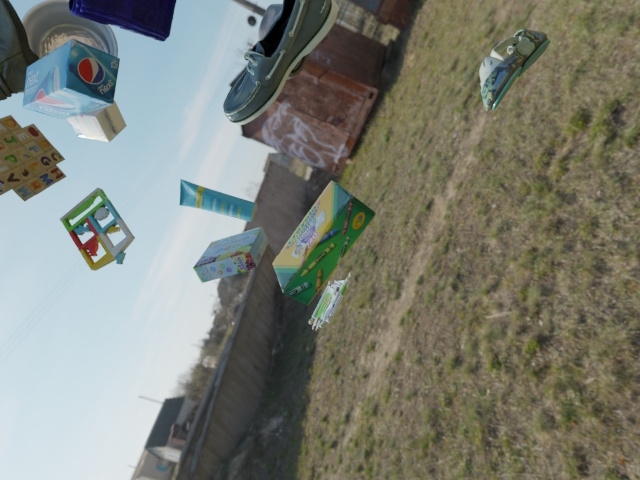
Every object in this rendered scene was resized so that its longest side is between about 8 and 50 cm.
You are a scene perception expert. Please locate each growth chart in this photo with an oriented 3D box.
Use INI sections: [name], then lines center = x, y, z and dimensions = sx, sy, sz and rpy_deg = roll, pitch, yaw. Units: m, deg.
[growth chart]
center = 0.026, 0.178, 1.224
dimensions = 0.172, 0.021, 0.237
rpy_deg = -64, 8, -15

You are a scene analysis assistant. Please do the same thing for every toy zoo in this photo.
[toy zoo]
center = -0.810, -0.026, 1.568
dimensions = 0.192, 0.293, 0.030
rpy_deg = -38, -14, 2

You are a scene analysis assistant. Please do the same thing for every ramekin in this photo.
[ramekin]
center = -0.821, -0.628, 1.417
dimensions = 0.135, 0.277, 0.278
rpy_deg = 7, 75, 67

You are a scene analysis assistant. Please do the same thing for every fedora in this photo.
[fedora]
center = -0.129, -0.706, 1.467
dimensions = 0.244, 0.124, 0.276
rpy_deg = -46, -30, -46

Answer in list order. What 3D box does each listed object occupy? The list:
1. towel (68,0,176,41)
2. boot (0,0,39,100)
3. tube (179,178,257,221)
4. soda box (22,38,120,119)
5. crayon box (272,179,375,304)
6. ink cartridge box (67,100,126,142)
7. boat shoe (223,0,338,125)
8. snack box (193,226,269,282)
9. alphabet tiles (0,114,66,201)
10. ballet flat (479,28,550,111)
[towel]
center = -0.560, -0.734, 1.260
dimensions = 0.308, 0.076, 0.228
rpy_deg = -12, -49, -56
[boot]
center = -0.738, -0.437, 0.950
dimensions = 0.083, 0.161, 0.247
rpy_deg = 21, 133, 61
[tube]
center = -0.274, -0.102, 1.136
dimensions = 0.052, 0.206, 0.080
rpy_deg = -74, -1, -62
[soda box]
center = -0.393, -0.243, 0.664
dimensions = 0.210, 0.067, 0.071
rpy_deg = 6, 88, 42
[crayon box]
center = 0.000, 0.000, 1.059
dimensions = 0.279, 0.081, 0.165
rpy_deg = -54, 25, 9
[ink cartridge box]
center = -0.663, -0.362, 1.274
dimensions = 0.092, 0.143, 0.090
rpy_deg = 84, -156, -50
[boat shoe]
center = -0.107, -0.368, 0.844
dimensions = 0.319, 0.099, 0.116
rpy_deg = -41, 57, 24
[snack box]
center = -0.290, 0.045, 1.411
dimensions = 0.175, 0.206, 0.070
rpy_deg = -75, -33, -60
[alphabet tiles]
center = -1.114, -0.306, 1.570
dimensions = 0.011, 0.285, 0.343
rpy_deg = -25, 24, 23
[ballet flat]
center = 0.283, -0.267, 0.660
dimensions = 0.188, 0.070, 0.070
rpy_deg = -46, -3, -27
